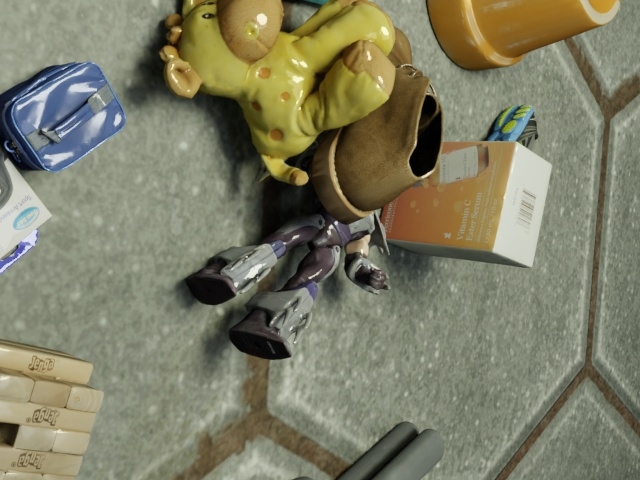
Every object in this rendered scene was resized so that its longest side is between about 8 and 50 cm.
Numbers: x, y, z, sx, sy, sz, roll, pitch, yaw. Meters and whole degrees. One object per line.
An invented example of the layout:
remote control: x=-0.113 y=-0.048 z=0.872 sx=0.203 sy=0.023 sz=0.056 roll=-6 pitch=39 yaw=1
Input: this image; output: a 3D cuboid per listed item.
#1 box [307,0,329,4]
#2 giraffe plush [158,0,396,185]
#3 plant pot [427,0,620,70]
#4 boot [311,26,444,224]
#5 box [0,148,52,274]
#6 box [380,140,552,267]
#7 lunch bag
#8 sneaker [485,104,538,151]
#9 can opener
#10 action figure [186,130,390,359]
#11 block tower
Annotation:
box: x=-0.045 y=-0.286 z=0.706 sx=0.244 sy=0.101 sz=0.060 roll=-5 pitch=81 yaw=-44
giraffe plush: x=-0.055 y=-0.171 z=0.699 sx=0.171 sy=0.181 sz=0.210 roll=32 pitch=106 yaw=-31
plant pot: x=0.271 y=-0.329 z=0.956 sx=0.205 sy=0.188 sz=0.205 roll=-6 pitch=98 yaw=-44
boot: x=0.083 y=-0.145 z=0.791 sx=0.112 sy=0.115 sz=0.305 roll=47 pitch=37 yaw=-30
box: x=-0.270 y=-0.035 z=0.571 sx=0.081 sy=0.028 sz=0.136 roll=-49 pitch=123 yaw=-30
box: x=0.171 y=-0.046 z=0.900 sx=0.091 sy=0.171 sz=0.130 roll=18 pitch=82 yaw=-45
lunch bag: x=-0.211 y=-0.098 z=0.595 sx=0.098 sy=0.065 sz=0.067 roll=-46 pitch=124 yaw=-32
sneaker: x=0.263 y=-0.117 z=1.055 sx=0.188 sy=0.067 sz=0.078 roll=-50 pitch=120 yaw=-32
can opener: x=0.038 y=0.285 z=0.872 sx=0.283 sy=0.076 sz=0.095 roll=-30 pitch=115 yaw=-40
action figure: x=0.000 y=0.000 z=0.791 sx=0.285 sy=0.099 sz=0.185 roll=-44 pitch=109 yaw=-38
block tower: x=-0.269 y=0.245 z=0.558 sx=0.097 sy=0.091 sz=0.335 roll=23 pitch=78 yaw=-43
